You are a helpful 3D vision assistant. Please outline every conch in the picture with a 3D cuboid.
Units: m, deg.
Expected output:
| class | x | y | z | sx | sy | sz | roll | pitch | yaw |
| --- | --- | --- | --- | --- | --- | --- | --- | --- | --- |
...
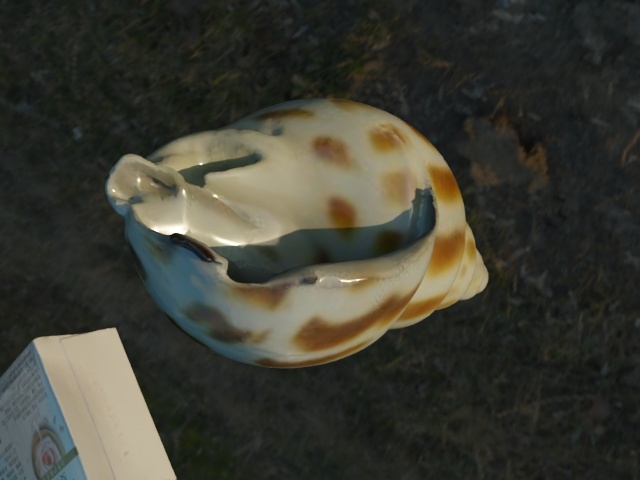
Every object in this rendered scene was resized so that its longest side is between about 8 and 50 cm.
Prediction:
| class | x | y | z | sx | sy | sz | roll | pitch | yaw |
| --- | --- | --- | --- | --- | --- | --- | --- | --- | --- |
| conch | 0.000 | 0.000 | 0.750 | 0.275 | 0.182 | 0.148 | -5 | 139 | -24 |

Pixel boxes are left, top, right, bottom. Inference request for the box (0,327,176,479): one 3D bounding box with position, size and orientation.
| class | x | y | z | sx | sy | sz | roll | pitch | yaw |
| --- | --- | --- | --- | --- | --- | --- | --- | --- | --- |
| box | -0.213 | 0.174 | 0.982 | 0.199 | 0.081 | 0.135 | -43 | 65 | 42 |
